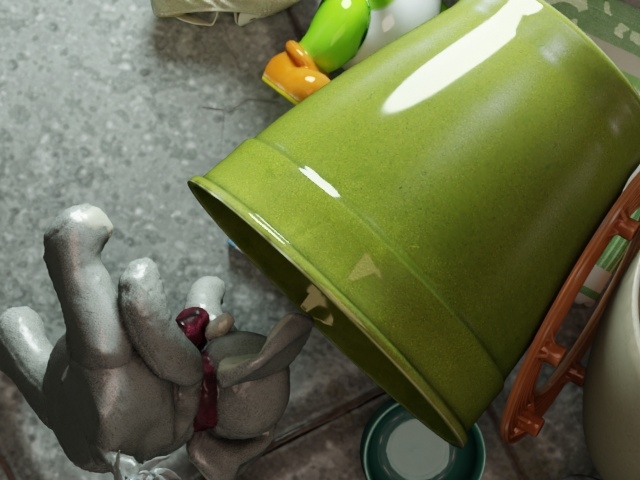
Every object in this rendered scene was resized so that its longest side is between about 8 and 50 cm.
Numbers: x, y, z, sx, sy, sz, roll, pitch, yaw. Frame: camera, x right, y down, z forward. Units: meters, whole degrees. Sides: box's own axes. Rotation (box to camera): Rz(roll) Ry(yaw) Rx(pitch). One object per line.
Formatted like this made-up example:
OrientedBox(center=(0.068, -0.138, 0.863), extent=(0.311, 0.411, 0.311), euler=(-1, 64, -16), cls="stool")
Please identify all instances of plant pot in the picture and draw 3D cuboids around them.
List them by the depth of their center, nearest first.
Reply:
OrientedBox(center=(0.125, -0.051, 1.688), extent=(0.366, 0.366, 0.353), euler=(45, 84, -1), cls="plant pot")

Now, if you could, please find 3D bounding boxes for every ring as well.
OrientedBox(center=(0.280, 0.064, 1.761), extent=(0.032, 0.336, 0.336), euler=(29, 87, 16), cls="ring")

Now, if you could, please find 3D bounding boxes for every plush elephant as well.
OrientedBox(center=(-0.144, 0.128, 1.788), extent=(0.255, 0.272, 0.330), euler=(-13, 58, -36), cls="plush elephant")

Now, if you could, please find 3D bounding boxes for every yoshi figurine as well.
OrientedBox(center=(0.122, -0.249, 1.823), extent=(0.203, 0.203, 0.362), euler=(38, 87, -2), cls="yoshi figurine")

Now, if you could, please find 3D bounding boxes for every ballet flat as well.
OrientedBox(center=(-0.102, -0.259, 1.896), extent=(0.168, 0.057, 0.052), euler=(5, 118, 1), cls="ballet flat")

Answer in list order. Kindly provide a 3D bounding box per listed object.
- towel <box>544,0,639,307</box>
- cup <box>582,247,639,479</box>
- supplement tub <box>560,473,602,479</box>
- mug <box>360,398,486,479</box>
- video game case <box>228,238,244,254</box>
OrientedBox(center=(0.260, -0.116, 1.912), extent=(0.248, 0.038, 0.325), euler=(24, 87, -2), cls="towel")
OrientedBox(center=(0.388, 0.155, 1.711), extent=(0.331, 0.237, 0.331), euler=(12, 58, -20), cls="cup")
OrientedBox(center=(0.384, 0.388, 1.820), extent=(0.338, 0.207, 0.207), euler=(19, 88, -3), cls="supplement tub")
OrientedBox(center=(0.095, 0.231, 1.864), extent=(0.158, 0.097, 0.129), euler=(-23, 90, -2), cls="mug")
OrientedBox(center=(0.000, 0.000, 1.906), extent=(0.166, 0.015, 0.119), euler=(34, 88, -1), cls="video game case")
